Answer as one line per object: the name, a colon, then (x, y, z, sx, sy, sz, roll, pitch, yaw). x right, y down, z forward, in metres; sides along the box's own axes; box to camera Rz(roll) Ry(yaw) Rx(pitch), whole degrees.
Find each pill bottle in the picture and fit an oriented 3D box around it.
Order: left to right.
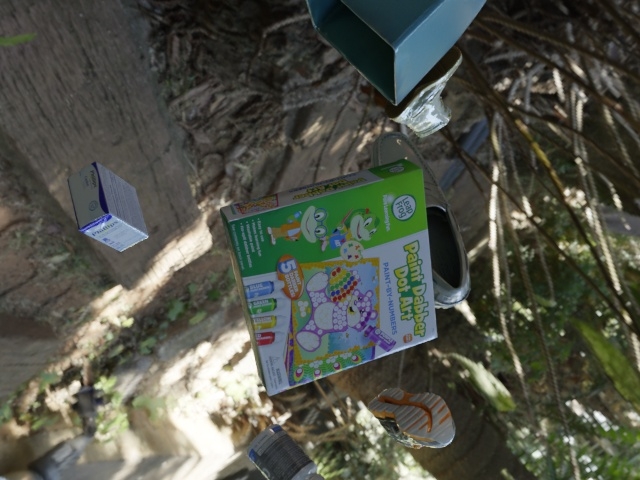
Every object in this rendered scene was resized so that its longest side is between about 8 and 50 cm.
pill bottle: (-0.054, 0.384, 1.068, 0.078, 0.137, 0.078, -36, 150, -25)

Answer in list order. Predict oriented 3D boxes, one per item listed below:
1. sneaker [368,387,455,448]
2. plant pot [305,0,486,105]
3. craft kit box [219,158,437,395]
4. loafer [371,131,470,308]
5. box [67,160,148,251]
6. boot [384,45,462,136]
sneaker: (0.158, 0.300, 1.033, 0.084, 0.083, 0.215, -31, -171, -17)
plant pot: (0.119, -0.327, 0.772, 0.234, 0.165, 0.166, -43, 168, -1)
craft kit box: (0.020, 0.047, 0.801, 0.246, 0.061, 0.250, -18, 116, -16)
loafer: (0.167, -0.047, 1.036, 0.112, 0.319, 0.111, -20, 163, -6)
box: (-0.417, -0.064, 1.246, 0.072, 0.126, 0.137, -27, 155, 8)
boot: (0.269, -0.342, 1.479, 0.213, 0.077, 0.165, -45, 145, 20)
